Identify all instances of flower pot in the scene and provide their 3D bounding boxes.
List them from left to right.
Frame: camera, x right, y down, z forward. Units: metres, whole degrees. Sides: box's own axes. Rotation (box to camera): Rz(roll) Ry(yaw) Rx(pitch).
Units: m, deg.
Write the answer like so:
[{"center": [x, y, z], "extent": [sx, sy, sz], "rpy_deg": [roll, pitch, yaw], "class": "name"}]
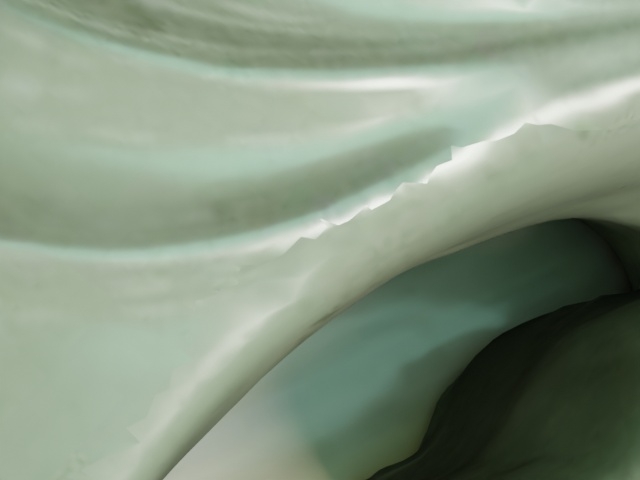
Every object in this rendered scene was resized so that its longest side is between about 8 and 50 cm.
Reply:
[{"center": [0.000, 0.000, 0.442], "extent": [0.368, 0.164, 0.254], "rpy_deg": [-1, 88, -12], "class": "flower pot"}]
